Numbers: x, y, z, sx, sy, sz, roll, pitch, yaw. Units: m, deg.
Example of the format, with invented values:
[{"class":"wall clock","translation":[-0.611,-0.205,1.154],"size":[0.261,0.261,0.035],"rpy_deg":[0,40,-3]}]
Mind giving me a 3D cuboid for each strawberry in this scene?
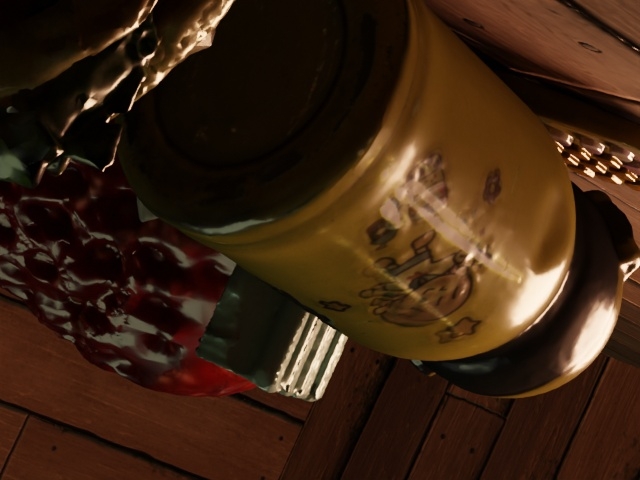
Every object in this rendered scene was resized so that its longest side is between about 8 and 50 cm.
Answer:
[{"class":"strawberry","translation":[-0.145,-0.027,1.444],"size":[0.345,0.295,0.317],"rpy_deg":[4,-171,-20]}]

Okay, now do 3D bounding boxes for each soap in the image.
[{"class":"soap","translation":[0.000,0.000,1.229],"size":[0.063,0.198,0.114],"rpy_deg":[25,177,17]}]

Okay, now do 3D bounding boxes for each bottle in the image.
[{"class":"bottle","translation":[0.053,-0.016,1.081],"size":[0.171,0.171,0.351],"rpy_deg":[23,170,40]}]

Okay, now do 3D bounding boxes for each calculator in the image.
[{"class":"calculator","translation":[0.132,-0.072,1.203],"size":[0.236,0.033,0.157],"rpy_deg":[21,175,29]}]

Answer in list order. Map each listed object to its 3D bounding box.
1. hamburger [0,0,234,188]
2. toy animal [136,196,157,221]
[{"class":"hamburger","translation":[-0.110,-0.126,0.619],"size":[0.183,0.206,0.130],"rpy_deg":[22,157,23]},{"class":"toy animal","translation":[-0.092,-0.134,1.212],"size":[0.130,0.221,0.103],"rpy_deg":[-21,-179,22]}]
